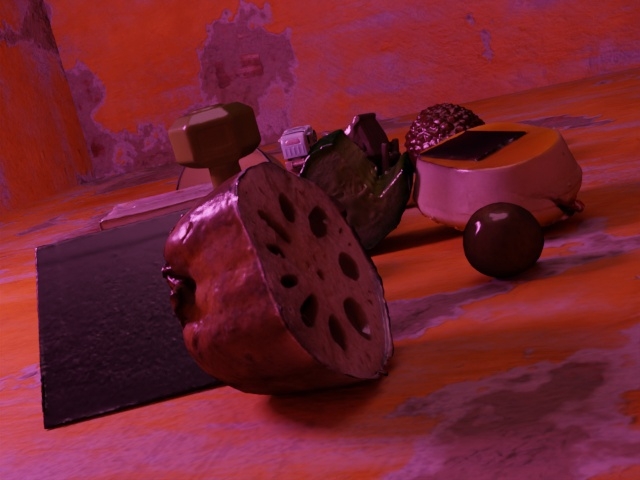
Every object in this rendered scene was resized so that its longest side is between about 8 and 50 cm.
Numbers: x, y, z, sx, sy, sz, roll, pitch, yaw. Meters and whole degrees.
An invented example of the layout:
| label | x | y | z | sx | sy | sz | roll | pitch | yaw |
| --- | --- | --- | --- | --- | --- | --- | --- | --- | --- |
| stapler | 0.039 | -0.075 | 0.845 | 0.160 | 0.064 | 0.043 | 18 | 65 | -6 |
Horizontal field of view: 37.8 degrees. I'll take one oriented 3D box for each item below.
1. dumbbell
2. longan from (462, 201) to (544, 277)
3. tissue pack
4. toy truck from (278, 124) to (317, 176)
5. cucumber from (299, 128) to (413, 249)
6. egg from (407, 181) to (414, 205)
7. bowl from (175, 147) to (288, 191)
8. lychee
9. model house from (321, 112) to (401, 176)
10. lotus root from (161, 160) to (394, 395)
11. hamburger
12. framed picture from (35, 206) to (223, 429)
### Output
| label | x | y | z | sx | sy | sz | roll | pitch | yaw |
| --- | --- | --- | --- | --- | --- | --- | --- | --- | --- |
| dumbbell | -0.112 | -0.036 | 1.271 | 0.121 | 0.302 | 0.108 | -16 | 11 | 0 |
| longan | 0.239 | 0.003 | 1.212 | 0.106 | 0.106 | 0.119 | -2 | -23 | 46 |
| tissue pack | -0.194 | 0.016 | 1.423 | 0.225 | 0.185 | 0.124 | -13 | 15 | 8 |
| toy truck | -0.041 | -0.165 | 2.120 | 0.080 | 0.177 | 0.115 | -11 | 13 | 16 |
| cucumber | 0.053 | -0.080 | 1.542 | 0.191 | 0.191 | 0.130 | -12 | 13 | 10 |
| egg | 0.152 | -0.097 | 1.829 | 0.071 | 0.071 | 0.083 | -23 | 19 | -38 |
| bowl | -0.135 | -0.064 | 1.691 | 0.238 | 0.237 | 0.126 | -7 | -2 | 32 |
| lychee | 0.269 | -0.188 | 1.889 | 0.188 | 0.188 | 0.188 | -14 | 12 | 3 |
| model house | 0.083 | -0.163 | 1.913 | 0.122 | 0.188 | 0.229 | 0 | 16 | 36 |
| lotus root | -0.064 | 0.054 | 0.987 | 0.192 | 0.272 | 0.272 | -23 | 8 | 21 |
| hamburger | 0.272 | -0.087 | 1.457 | 0.227 | 0.151 | 0.295 | -21 | 21 | -15 |
| framed picture | -0.180 | 0.072 | 1.138 | 0.339 | 0.255 | 0.014 | -15 | -33 | 0 |
